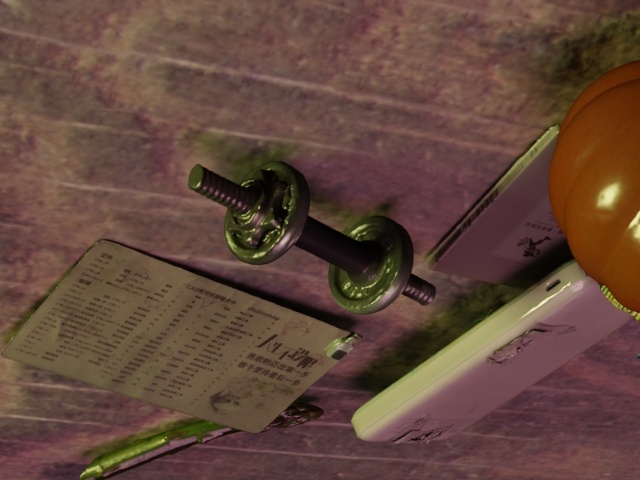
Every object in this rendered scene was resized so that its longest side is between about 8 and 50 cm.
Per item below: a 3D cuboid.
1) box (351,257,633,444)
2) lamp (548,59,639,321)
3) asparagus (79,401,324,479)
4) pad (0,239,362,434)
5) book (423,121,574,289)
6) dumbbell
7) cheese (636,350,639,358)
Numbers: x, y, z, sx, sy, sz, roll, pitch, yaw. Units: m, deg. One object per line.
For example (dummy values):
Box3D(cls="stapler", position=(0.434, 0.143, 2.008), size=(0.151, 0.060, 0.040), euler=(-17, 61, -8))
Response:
Box3D(cls="box", position=(0.162, 0.101, 1.290), size=(0.142, 0.044, 0.285), euler=(9, 141, -46))
Box3D(cls="lamp", position=(0.264, -0.032, 1.009), size=(0.223, 0.223, 0.196), euler=(7, 132, -24))
Box3D(cls="asparagus", position=(-0.113, 0.181, 1.352), size=(0.236, 0.027, 0.034), euler=(-17, 123, 5))
Box3D(cls="pad", position=(-0.111, 0.090, 1.226), size=(0.265, 0.009, 0.159), euler=(22, 128, -32))
Box3D(cls="book", position=(0.183, -0.020, 1.174), size=(0.127, 0.014, 0.181), euler=(12, 138, -29))
Box3D(cls="dumbbell", position=(0.000, 0.000, 1.096), size=(0.081, 0.081, 0.254), euler=(-35, 138, 29))
Box3D(cls="cheese", position=(0.339, 0.018, 1.226), size=(0.106, 0.037, 0.256), euler=(-29, 159, -45))
